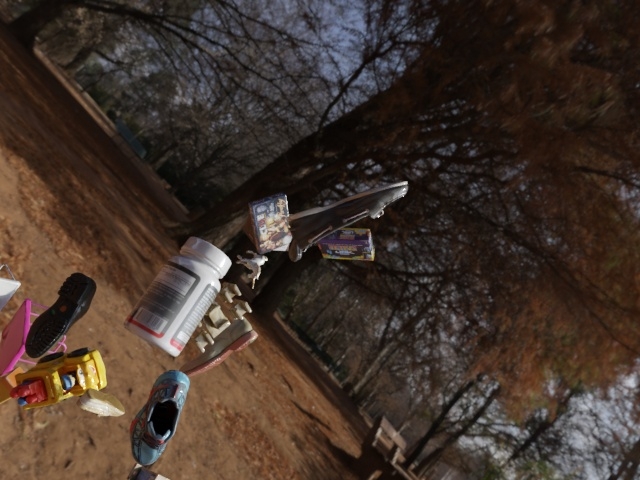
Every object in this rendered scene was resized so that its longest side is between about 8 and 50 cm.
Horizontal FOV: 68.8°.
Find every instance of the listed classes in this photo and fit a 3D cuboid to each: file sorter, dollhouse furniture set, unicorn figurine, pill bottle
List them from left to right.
[{"bbox_3d":[-1.417,0.171,1.870,0.173,0.193,0.277,41,5,31],"label":"file sorter"},{"bbox_3d":[-1.168,0.424,1.910,0.182,0.202,0.291,32,13,-40],"label":"file sorter"},{"bbox_3d":[-0.709,1.013,1.854,0.129,0.184,0.129,9,-36,25],"label":"dollhouse furniture set"},{"bbox_3d":[-0.366,0.143,1.227,0.161,0.283,0.161,25,-23,11],"label":"pill bottle"},{"bbox_3d":[-0.394,0.202,1.536,0.161,0.212,0.242,3,-54,50],"label":"dollhouse furniture set"},{"bbox_3d":[-0.244,0.085,1.678,0.111,0.162,0.060,22,-50,18],"label":"unicorn figurine"}]

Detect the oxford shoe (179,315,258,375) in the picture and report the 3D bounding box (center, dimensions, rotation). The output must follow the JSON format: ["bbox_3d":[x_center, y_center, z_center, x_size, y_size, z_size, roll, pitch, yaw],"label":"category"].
[{"bbox_3d":[-0.493,0.497,2.176,0.146,0.397,0.140,57,-11,12],"label":"oxford shoe"}]

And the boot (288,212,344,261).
[{"bbox_3d":[0.000,0.000,1.835,0.229,0.263,0.091,17,-45,-12],"label":"boot"}]

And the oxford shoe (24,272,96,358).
[{"bbox_3d":[-0.634,0.194,1.162,0.082,0.227,0.096,32,-14,11],"label":"oxford shoe"}]

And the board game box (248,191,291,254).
[{"bbox_3d":[-0.217,-0.074,2.048,0.042,0.165,0.243,37,-39,49],"label":"board game box"}]

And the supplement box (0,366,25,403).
[{"bbox_3d":[-1.129,0.528,1.611,0.078,0.233,0.080,60,6,-14],"label":"supplement box"}]

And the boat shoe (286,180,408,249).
[{"bbox_3d":[0.079,-0.068,1.235,0.112,0.335,0.096,-134,-154,-84],"label":"boat shoe"}]

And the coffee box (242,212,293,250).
[{"bbox_3d":[-0.200,-0.044,2.251,0.297,0.119,0.168,3,35,-45],"label":"coffee box"}]

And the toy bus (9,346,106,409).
[{"bbox_3d":[-0.803,0.429,1.411,0.211,0.220,0.150,-21,99,-81],"label":"toy bus"}]

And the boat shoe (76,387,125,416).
[{"bbox_3d":[-0.651,0.489,1.383,0.063,0.059,0.170,43,-11,39],"label":"boat shoe"}]

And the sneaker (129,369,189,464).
[{"bbox_3d":[-0.403,0.448,1.130,0.104,0.262,0.125,19,13,-15],"label":"sneaker"}]

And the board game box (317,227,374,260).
[{"bbox_3d":[0.081,0.012,1.497,0.170,0.048,0.141,2,-26,15],"label":"board game box"}]
